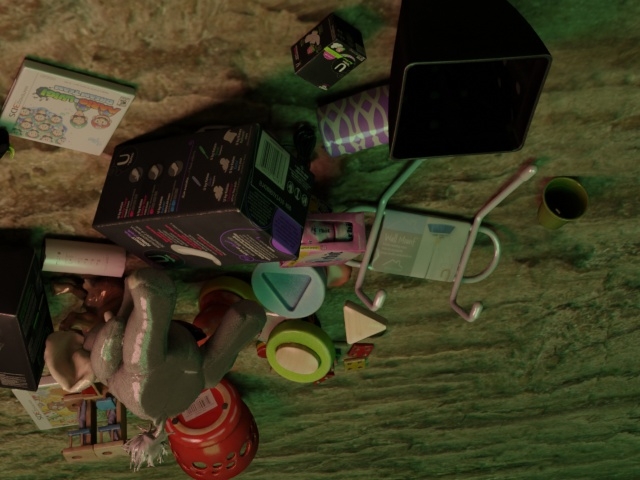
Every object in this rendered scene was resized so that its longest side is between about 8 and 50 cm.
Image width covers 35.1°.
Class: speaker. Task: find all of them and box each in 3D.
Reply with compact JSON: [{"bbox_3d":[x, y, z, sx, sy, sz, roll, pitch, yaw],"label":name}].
[{"bbox_3d":[-0.397,0.029,1.696,0.136,0.055,0.055,6,143,-22],"label":"speaker"}]

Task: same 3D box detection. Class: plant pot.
[{"bbox_3d":[-0.237,0.397,2.158,0.191,0.191,0.174,-10,144,1],"label":"plant pot"},{"bbox_3d":[0.180,-0.233,1.354,0.188,0.167,0.188,-5,145,-7],"label":"plant pot"},{"bbox_3d":[0.414,-0.056,1.760,0.083,0.083,0.079,-3,157,-10],"label":"plant pot"}]

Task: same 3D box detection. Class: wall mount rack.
[{"bbox_3d":[0.205,-0.019,1.724,0.350,0.130,0.304,8,107,-26],"label":"wall mount rack"}]

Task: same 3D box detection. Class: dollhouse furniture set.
[{"bbox_3d":[-0.468,0.350,2.036,0.129,0.129,0.183,-8,147,-1],"label":"dollhouse furniture set"}]

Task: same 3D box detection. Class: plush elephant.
[{"bbox_3d":[-0.293,0.174,1.667,0.272,0.255,0.330,13,103,-44],"label":"plush elephant"}]

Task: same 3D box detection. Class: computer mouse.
[{"bbox_3d":[-0.101,-0.135,1.539,0.193,0.042,0.106,1,146,-15],"label":"computer mouse"}]

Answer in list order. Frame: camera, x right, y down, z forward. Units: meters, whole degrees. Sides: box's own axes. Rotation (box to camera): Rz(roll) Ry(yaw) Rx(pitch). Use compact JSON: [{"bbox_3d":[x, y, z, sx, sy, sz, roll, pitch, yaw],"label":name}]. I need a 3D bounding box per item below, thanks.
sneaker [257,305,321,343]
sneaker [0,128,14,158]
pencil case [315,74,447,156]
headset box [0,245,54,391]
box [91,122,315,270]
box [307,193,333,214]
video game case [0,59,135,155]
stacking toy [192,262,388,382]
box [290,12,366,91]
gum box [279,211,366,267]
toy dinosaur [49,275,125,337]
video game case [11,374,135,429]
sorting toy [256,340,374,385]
[{"bbox_3d":[-0.068,0.179,1.978,0.121,0.099,0.262,-7,139,10],"label":"sneaker"},{"bbox_3d":[-0.509,-0.173,1.359,0.097,0.084,0.235,-32,143,12],"label":"sneaker"},{"bbox_3d":[0.095,-0.183,1.487,0.206,0.086,0.088,-13,169,7],"label":"pencil case"},{"bbox_3d":[-0.591,0.118,1.673,0.246,0.131,0.283,7,145,-1],"label":"headset box"},{"bbox_3d":[-0.169,-0.057,1.481,0.270,0.143,0.165,-5,151,31],"label":"box"},{"bbox_3d":[-0.051,-0.055,1.659,0.059,0.054,0.169,-32,141,29],"label":"box"},{"bbox_3d":[-0.361,-0.183,1.425,0.157,0.019,0.143,12,141,-29],"label":"video game case"},{"bbox_3d":[-0.061,0.153,1.792,0.279,0.130,0.309,44,123,-14],"label":"stacking toy"},{"bbox_3d":[0.010,-0.255,1.381,0.083,0.052,0.062,-34,138,32],"label":"box"},{"bbox_3d":[0.000,0.000,1.580,0.107,0.062,0.188,-2,172,-11],"label":"gum box"},{"bbox_3d":[-0.375,0.144,1.824,0.200,0.127,0.295,-9,131,-19],"label":"toy dinosaur"},{"bbox_3d":[-0.512,0.336,2.145,0.227,0.026,0.206,-9,146,-2],"label":"video game case"},{"bbox_3d":[-0.015,0.264,2.144,0.275,0.046,0.132,5,144,-21],"label":"sorting toy"}]
